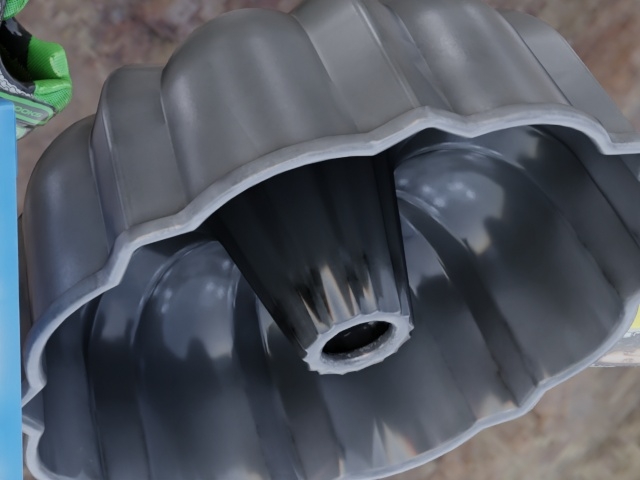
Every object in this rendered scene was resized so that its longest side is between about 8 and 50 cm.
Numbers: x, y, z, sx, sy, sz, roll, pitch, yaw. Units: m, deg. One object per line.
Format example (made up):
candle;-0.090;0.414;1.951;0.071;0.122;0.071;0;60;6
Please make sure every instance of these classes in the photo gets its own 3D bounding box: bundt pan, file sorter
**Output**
bundt pan;0.000;0.000;0.826;0.330;0.124;0.331;-15;148;-10
file sorter;-0.174;0.028;0.642;0.104;0.118;0.170;-4;102;-23

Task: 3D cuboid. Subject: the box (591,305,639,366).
box;0.154;0.043;1.092;0.232;0.058;0.087;0;159;2

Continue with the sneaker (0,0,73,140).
sneaker;-0.284;-0.205;1.181;0.146;0.134;0.343;-21;131;10
